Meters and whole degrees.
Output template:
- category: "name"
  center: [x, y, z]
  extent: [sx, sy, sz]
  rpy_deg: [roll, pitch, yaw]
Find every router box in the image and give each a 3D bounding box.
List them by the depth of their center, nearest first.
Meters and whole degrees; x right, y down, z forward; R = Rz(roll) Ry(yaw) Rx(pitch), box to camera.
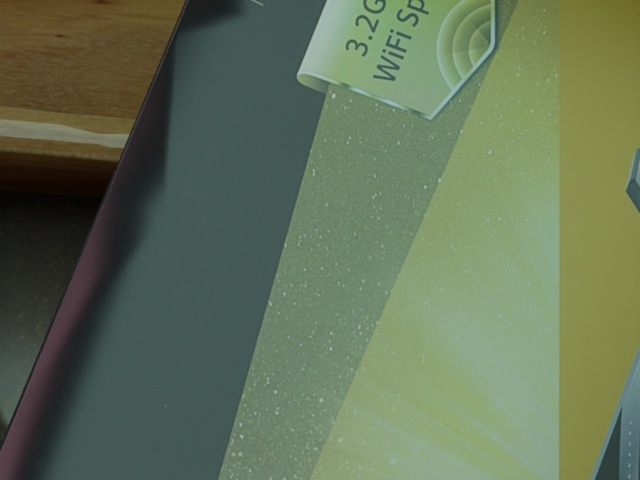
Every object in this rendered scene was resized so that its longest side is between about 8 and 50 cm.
- category: "router box"
  center: [0.043, 0.075, 0.493]
  extent: [0.243, 0.081, 0.308]
  rpy_deg: [21, 80, 1]

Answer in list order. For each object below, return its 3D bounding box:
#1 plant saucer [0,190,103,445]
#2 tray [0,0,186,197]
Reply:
- category: "plant saucer"
  center: [0.000, 0.000, 0.649]
  extent: [0.311, 0.050, 0.310]
  rpy_deg: [-1, 71, 2]
- category: "tray"
  center: [-0.126, -0.122, 0.589]
  extent: [0.411, 0.076, 0.202]
  rpy_deg: [5, 80, -7]
